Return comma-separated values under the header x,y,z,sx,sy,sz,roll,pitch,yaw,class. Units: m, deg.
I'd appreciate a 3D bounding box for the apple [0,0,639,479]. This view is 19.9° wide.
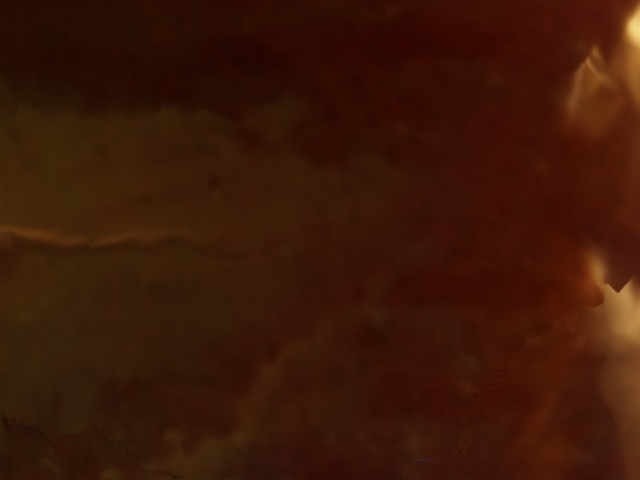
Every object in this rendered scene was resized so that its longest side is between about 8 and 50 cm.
x,y,z,sx,sy,sz,roll,pitch,yaw,class
0.000,0.000,0.534,0.345,0.269,0.345,4,90,-85,apple
